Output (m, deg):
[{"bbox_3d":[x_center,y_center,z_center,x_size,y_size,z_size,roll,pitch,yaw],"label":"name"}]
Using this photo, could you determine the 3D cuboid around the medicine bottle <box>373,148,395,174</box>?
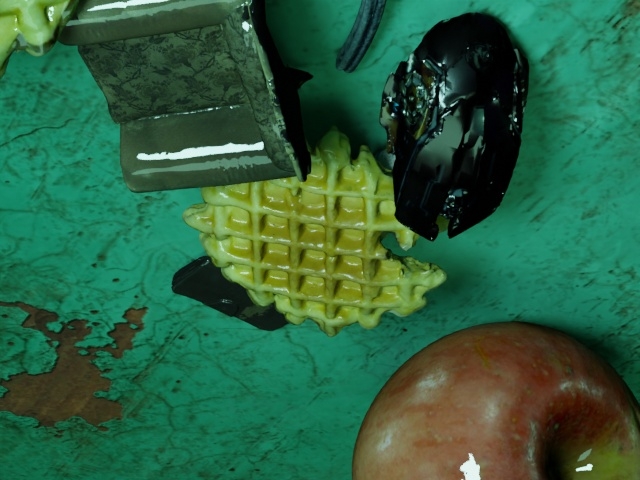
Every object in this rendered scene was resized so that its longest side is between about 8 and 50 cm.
[{"bbox_3d":[0.066,-0.065,1.557,0.089,0.052,0.052,-24,137,30],"label":"medicine bottle"}]

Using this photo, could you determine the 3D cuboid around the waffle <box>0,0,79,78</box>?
[{"bbox_3d":[-0.326,-0.259,1.168,0.317,0.073,0.297,34,90,-22],"label":"waffle"}]

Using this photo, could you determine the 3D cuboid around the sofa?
[{"bbox_3d":[-0.122,-0.146,1.340,0.200,0.182,0.258,-5,144,9],"label":"sofa"}]

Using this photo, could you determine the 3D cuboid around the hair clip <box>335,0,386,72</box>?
[{"bbox_3d":[0.039,-0.236,1.329,0.083,0.048,0.275,-4,145,-1],"label":"hair clip"}]

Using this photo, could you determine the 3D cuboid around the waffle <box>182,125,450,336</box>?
[{"bbox_3d":[0.000,0.002,1.558,0.261,0.056,0.250,38,129,-25],"label":"waffle"}]

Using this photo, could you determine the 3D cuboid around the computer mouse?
[{"bbox_3d":[0.130,-0.100,1.428,0.146,0.077,0.241,-1,122,-9],"label":"computer mouse"}]

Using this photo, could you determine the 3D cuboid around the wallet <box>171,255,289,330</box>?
[{"bbox_3d":[-0.095,0.063,1.766,0.157,0.018,0.082,28,136,-33],"label":"wallet"}]

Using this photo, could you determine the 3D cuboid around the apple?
[{"bbox_3d":[0.208,0.279,1.785,0.364,0.364,0.364,1,144,0],"label":"apple"}]
